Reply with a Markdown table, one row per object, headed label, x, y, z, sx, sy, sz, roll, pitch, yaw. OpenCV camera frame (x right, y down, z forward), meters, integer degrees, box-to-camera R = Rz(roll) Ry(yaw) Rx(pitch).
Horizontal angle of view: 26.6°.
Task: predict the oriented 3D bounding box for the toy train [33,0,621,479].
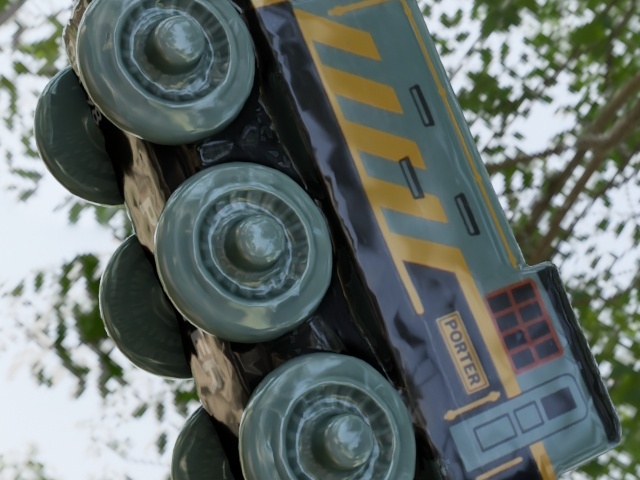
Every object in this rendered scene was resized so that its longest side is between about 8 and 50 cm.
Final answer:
| label | x | y | z | sx | sy | sz | roll | pitch | yaw |
| --- | --- | --- | --- | --- | --- | --- | --- | --- | --- |
| toy train | 0.000 | 0.000 | 0.620 | 0.334 | 0.190 | 0.142 | 67 | -27 | 7 |
